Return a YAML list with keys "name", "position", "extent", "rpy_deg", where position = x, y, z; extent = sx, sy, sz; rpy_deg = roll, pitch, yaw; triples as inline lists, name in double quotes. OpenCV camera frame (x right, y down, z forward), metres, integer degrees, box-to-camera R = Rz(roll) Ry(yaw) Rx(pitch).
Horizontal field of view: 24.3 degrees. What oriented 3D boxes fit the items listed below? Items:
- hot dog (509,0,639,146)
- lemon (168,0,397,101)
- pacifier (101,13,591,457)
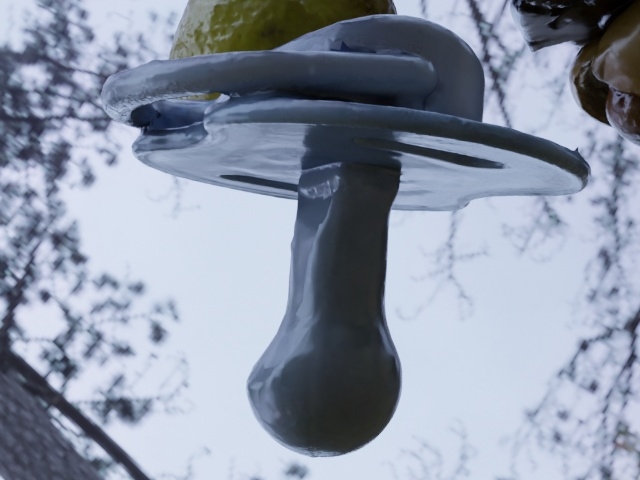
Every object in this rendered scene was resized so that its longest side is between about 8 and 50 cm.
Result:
- name: "hot dog"
  position: [0.290, -0.119, 0.935]
  extent: [0.326, 0.194, 0.107]
  rpy_deg: [-10, -101, 6]
- name: "lemon"
  position: [-0.029, -0.142, 1.143]
  extent: [0.180, 0.193, 0.180]
  rpy_deg: [4, -106, -15]
- name: "pacifier"
  position: [0.000, 0.000, 0.777]
  extent: [0.238, 0.287, 0.226]
  rpy_deg: [7, -98, -26]
